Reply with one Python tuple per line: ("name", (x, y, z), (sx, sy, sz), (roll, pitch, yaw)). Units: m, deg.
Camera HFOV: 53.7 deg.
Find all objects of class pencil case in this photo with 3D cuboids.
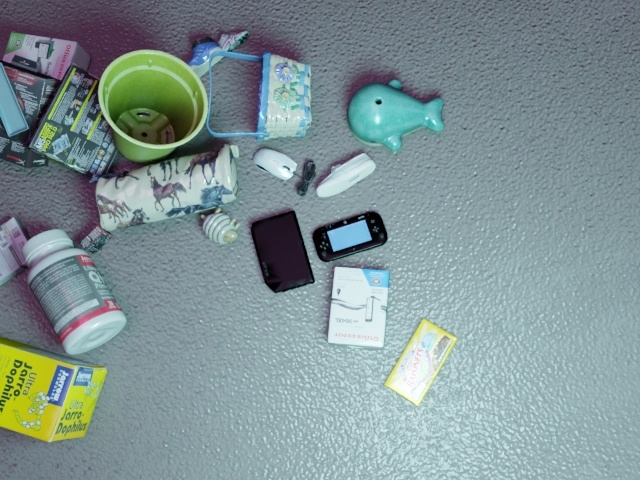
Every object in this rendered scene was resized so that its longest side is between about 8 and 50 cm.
("pencil case", (-0.419, -0.154, 1.763), (0.411, 0.160, 0.183), (-13, 62, 2))

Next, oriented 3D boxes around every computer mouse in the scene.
("computer mouse", (-0.109, -0.209, 1.807), (0.193, 0.042, 0.106), (25, 82, 10))

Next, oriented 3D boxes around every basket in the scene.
("basket", (-0.171, -0.408, 1.775), (0.289, 0.201, 0.254), (0, 78, -5))

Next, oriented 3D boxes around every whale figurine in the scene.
("whale figurine", (0.210, -0.358, 1.759), (0.272, 0.141, 0.216), (2, 77, 5))

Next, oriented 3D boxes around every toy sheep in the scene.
("toy sheep", (-0.283, -0.038, 1.766), (0.132, 0.091, 0.091), (32, 82, 26))

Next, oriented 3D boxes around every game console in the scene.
("game console", (0.000, 0.000, 1.750), (0.362, 0.044, 0.213), (-17, 77, 1))

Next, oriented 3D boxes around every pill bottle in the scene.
("pill bottle", (-0.679, 0.133, 1.716), (0.176, 0.176, 0.318), (-35, 77, -3))

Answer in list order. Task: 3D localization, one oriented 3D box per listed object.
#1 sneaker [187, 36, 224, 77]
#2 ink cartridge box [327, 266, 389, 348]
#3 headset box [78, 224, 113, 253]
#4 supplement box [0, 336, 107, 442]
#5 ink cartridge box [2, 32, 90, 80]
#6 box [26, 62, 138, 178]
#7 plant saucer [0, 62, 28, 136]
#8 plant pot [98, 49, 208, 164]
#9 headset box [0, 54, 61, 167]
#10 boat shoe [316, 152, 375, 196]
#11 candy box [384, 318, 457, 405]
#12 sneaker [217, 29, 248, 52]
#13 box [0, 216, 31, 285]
("sneaker", (-0.371, -0.549, 1.902), (0.152, 0.058, 0.084), (-39, 72, 2))
("ink cartridge box", (0.103, 0.181, 1.677), (0.148, 0.086, 0.203), (4, 77, 6))
("headset box", (-0.636, -0.006, 1.801), (0.032, 0.062, 0.083), (42, 85, 12))
("supplement box", (-0.788, 0.379, 1.661), (0.357, 0.194, 0.195), (14, 79, 9))
("ink cartridge box", (-0.837, -0.529, 1.922), (0.220, 0.092, 0.160), (9, 80, 8))
("box", (-0.676, -0.334, 1.817), (0.216, 0.060, 0.269), (28, 79, -30))
("plant saucer", (-0.873, -0.390, 1.758), (0.067, 0.018, 0.191), (-19, 96, 12))
("plant pot", (-0.470, -0.335, 1.739), (0.276, 0.254, 0.275), (6, 74, -20))
("headset box", (-0.883, -0.383, 1.828), (0.218, 0.110, 0.293), (19, 103, 6))
("boat shoe", (0.063, -0.188, 1.778), (0.184, 0.066, 0.063), (-32, 62, 0))
("candy box", (0.263, 0.319, 1.661), (0.105, 0.027, 0.205), (30, 81, 14))
("sneaker", (-0.273, -0.618, 1.916), (0.098, 0.038, 0.069), (-40, 78, -5))
("box", (-0.925, 0.043, 1.830), (0.186, 0.038, 0.145), (-35, 76, -4))
